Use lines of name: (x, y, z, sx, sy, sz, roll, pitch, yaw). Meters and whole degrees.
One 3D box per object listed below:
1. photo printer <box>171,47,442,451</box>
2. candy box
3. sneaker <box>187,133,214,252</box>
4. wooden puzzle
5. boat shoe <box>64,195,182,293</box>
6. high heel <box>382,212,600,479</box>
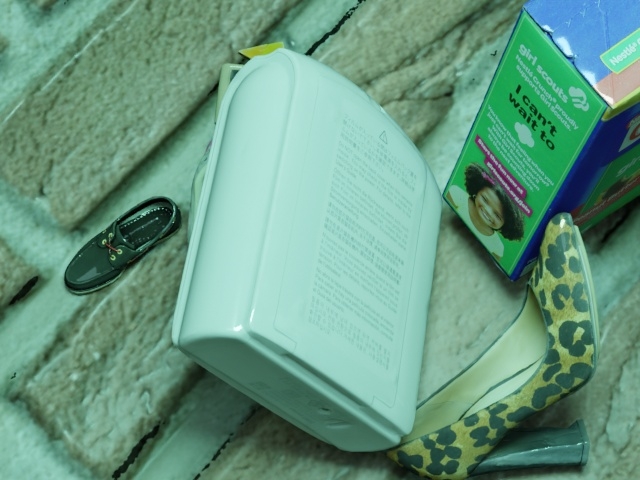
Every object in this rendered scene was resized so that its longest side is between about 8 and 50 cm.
photo printer: (0.000, 0.000, 1.360, 0.107, 0.256, 0.307, -12, 56, 36)
candy box: (0.266, -0.137, 1.342, 0.268, 0.317, 0.122, -33, 71, -21)
sneaker: (-0.064, -0.065, 1.463, 0.103, 0.111, 0.252, 10, 72, 3)
wooden puzzle: (-0.069, -0.148, 1.551, 0.079, 0.014, 0.116, -3, 70, 2)
boat shoe: (-0.194, 0.002, 1.489, 0.133, 0.042, 0.049, -35, 74, -8)
high heel: (0.144, 0.099, 1.340, 0.186, 0.261, 0.093, -4, 27, -2)
